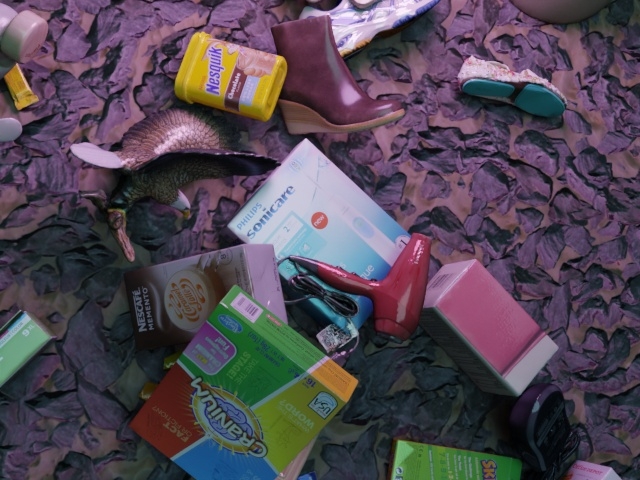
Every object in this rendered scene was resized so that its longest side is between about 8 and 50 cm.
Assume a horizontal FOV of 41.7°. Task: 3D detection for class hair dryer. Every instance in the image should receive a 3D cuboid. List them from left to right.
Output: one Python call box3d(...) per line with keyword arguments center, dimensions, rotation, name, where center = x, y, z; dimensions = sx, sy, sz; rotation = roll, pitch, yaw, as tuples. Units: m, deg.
box3d(center=(0.074, 0.081, 1.418), dimensions=(0.293, 0.080, 0.224), rotation=(-30, 93, -13), name="hair dryer")

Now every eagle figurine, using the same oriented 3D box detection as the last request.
box3d(center=(-0.251, -0.123, 1.435), dimensions=(0.298, 0.225, 0.226), rotation=(-38, 82, -5), name="eagle figurine")

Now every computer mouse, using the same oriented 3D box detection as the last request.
box3d(center=(0.400, 0.359, 1.560), dimensions=(0.188, 0.072, 0.272), rotation=(-46, 136, -25), name="computer mouse")

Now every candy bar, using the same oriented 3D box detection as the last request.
box3d(center=(-0.543, -0.306, 1.458), dimensions=(0.040, 0.018, 0.161), rotation=(-27, 91, -16), name="candy bar")

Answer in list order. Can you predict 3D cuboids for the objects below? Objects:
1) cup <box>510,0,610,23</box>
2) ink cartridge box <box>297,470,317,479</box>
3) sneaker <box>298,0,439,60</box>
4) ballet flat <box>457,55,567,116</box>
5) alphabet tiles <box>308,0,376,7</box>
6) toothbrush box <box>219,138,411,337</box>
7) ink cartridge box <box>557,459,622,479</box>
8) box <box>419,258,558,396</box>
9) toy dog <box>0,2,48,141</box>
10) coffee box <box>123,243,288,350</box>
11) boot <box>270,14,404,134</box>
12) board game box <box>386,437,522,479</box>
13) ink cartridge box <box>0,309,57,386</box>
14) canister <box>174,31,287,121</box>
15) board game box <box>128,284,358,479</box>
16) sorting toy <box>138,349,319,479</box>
box3d(center=(0.522, -0.629, 1.667), dimensions=(0.331, 0.237, 0.331), rotation=(2, 84, -14), name="cup")
box3d(center=(-0.137, 0.527, 1.453), dimensions=(0.332, 0.065, 0.165), rotation=(-14, 87, -17), name="ink cartridge box")
box3d(center=(0.098, -0.445, 1.598), dimensions=(0.296, 0.112, 0.131), rotation=(-30, 92, -17), name="sneaker")
box3d(center=(0.386, -0.315, 1.679), dimensions=(0.241, 0.091, 0.077), rotation=(13, 58, -17), name="ballet flat")
box3d(center=(0.042, -0.563, 1.594), dimensions=(0.278, 0.021, 0.284), rotation=(-35, 73, -16), name="alphabet tiles")
box3d(center=(0.000, 0.000, 1.515), dimensions=(0.295, 0.126, 0.216), rotation=(43, 76, -5), name="toothbrush box")
box3d(center=(0.501, 0.525, 1.589), dimensions=(0.176, 0.128, 0.127), rotation=(-42, 95, -16), name="ink cartridge box")
box3d(center=(0.297, 0.162, 1.563), dimensions=(0.232, 0.148, 0.127), rotation=(46, 75, -7), name="box")
box3d(center=(-0.574, -0.265, 1.387), dimensions=(0.333, 0.161, 0.220), rotation=(-39, 92, 9), name="toy dog")
box3d(center=(-0.192, 0.096, 1.396), dimensions=(0.246, 0.098, 0.141), rotation=(-14, 85, 26), name="coffee box")
box3d(center=(0.024, -0.297, 1.501), dimensions=(0.090, 0.248, 0.207), rotation=(-30, 117, -58), name="boot")
box3d(center=(0.251, 0.453, 1.578), dimensions=(0.259, 0.039, 0.124), rotation=(12, 81, -11), name="board game box")
box3d(center=(-0.480, 0.170, 1.323), dimensions=(0.062, 0.209, 0.109), rotation=(46, 75, -6), name="ink cartridge box")
box3d(center=(-0.157, -0.290, 1.498), dimensions=(0.170, 0.073, 0.126), rotation=(17, 82, 12), name="canister")
box3d(center=(-0.128, 0.258, 1.324), dimensions=(0.242, 0.064, 0.316), rotation=(38, 119, 0), name="board game box")
box3d(center=(-0.146, 0.285, 1.480), dimensions=(0.307, 0.041, 0.229), rotation=(29, 69, 1), name="sorting toy")
